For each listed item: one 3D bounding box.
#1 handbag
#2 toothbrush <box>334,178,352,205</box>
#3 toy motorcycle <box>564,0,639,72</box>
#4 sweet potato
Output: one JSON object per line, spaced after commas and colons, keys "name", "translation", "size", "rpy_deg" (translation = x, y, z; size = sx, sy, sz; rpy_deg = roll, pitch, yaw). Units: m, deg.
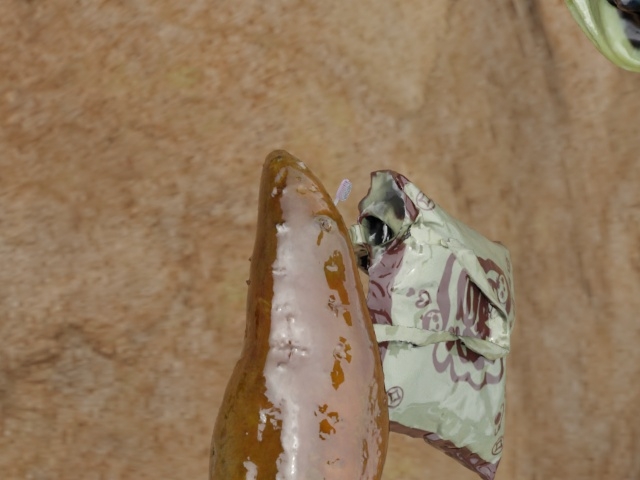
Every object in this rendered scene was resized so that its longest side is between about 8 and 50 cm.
{"name": "handbag", "translation": [0.089, 0.071, 1.340], "size": [0.235, 0.127, 0.213], "rpy_deg": [28, 67, -48]}
{"name": "toothbrush", "translation": [0.000, 0.000, 1.169], "size": [0.006, 0.008, 0.097], "rpy_deg": [15, 105, -41]}
{"name": "toy motorcycle", "translation": [0.299, -0.318, 1.383], "size": [0.168, 0.237, 0.410], "rpy_deg": [10, 75, -4]}
{"name": "sweet potato", "translation": [-0.012, 0.121, 1.031], "size": [0.112, 0.112, 0.359], "rpy_deg": [17, 75, -26]}
